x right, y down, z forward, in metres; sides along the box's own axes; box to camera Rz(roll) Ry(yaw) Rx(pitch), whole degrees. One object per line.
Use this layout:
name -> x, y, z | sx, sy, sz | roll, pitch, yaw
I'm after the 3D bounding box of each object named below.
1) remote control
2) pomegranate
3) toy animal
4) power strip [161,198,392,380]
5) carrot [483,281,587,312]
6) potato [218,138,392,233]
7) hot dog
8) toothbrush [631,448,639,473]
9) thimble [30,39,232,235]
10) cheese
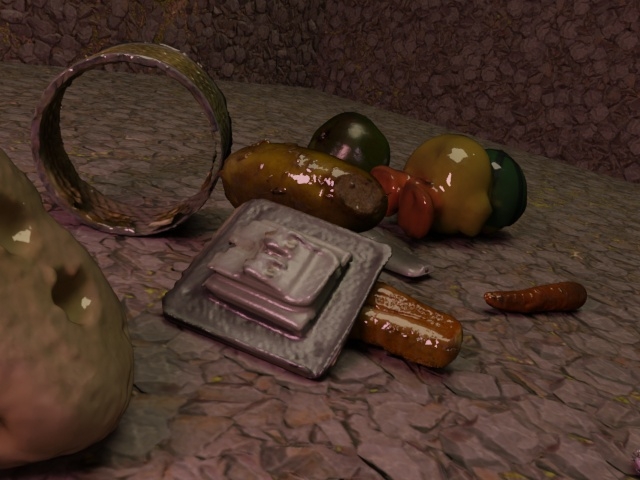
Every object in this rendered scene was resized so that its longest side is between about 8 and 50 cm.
remote control -> 0.082, 0.002, 1.000 | 0.229, 0.044, 0.073 | 26, 21, 37
pomegranate -> 0.079, -0.163, 1.304 | 0.225, 0.187, 0.187 | 28, 7, -35
toy animal -> 0.269, -0.109, 1.197 | 0.338, 0.191, 0.216 | -2, 23, -35
power strip -> -0.048, 0.030, 0.680 | 0.213, 0.064, 0.198 | 19, 54, 17
carrot -> 0.319, 0.087, 0.908 | 0.191, 0.047, 0.047 | -2, 23, -26
potato -> -0.021, -0.072, 0.824 | 0.251, 0.113, 0.149 | 8, -9, 28
hot dog -> 0.025, 0.077, 0.723 | 0.289, 0.068, 0.083 | 21, 48, 16
toothbrush -> 0.434, 0.243, 0.560 | 0.288, 0.024, 0.026 | 14, 5, 8
thimble -> -0.264, -0.149, 0.896 | 0.271, 0.270, 0.150 | 9, 21, -9
cheese -> -0.240, 0.050, 0.431 | 0.248, 0.251, 0.173 | 21, 15, -23
